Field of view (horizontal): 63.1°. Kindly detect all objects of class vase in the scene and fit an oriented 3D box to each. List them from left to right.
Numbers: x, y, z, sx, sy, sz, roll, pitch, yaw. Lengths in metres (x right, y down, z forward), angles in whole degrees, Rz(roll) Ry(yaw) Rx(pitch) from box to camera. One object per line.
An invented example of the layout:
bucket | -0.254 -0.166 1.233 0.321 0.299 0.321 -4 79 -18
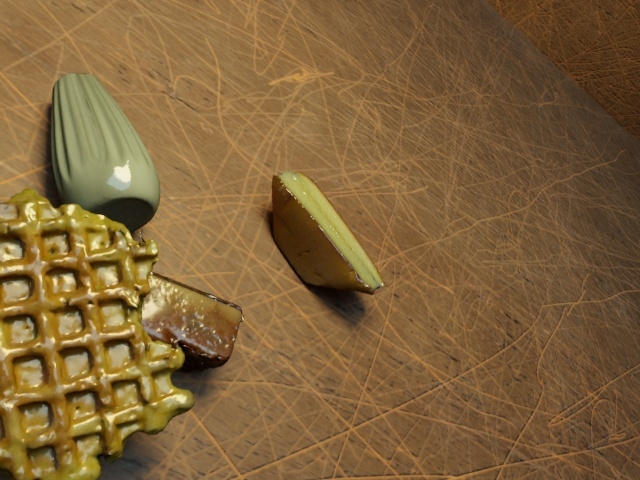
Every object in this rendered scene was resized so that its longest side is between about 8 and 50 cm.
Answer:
vase | -0.310 -0.129 0.724 0.128 0.128 0.248 -6 59 -40

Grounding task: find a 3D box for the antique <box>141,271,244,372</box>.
antique | -0.255 0.083 0.651 0.310 0.087 0.093 25 52 -23

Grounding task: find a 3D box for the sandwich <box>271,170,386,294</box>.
sandwich | 0.000 0.000 0.894 0.258 0.096 0.094 54 39 6

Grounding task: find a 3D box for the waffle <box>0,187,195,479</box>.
waffle | -0.275 0.100 0.542 0.282 0.058 0.300 -37 99 -31
